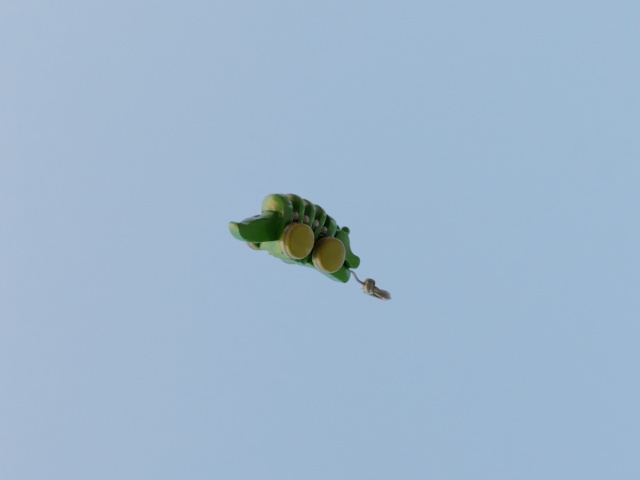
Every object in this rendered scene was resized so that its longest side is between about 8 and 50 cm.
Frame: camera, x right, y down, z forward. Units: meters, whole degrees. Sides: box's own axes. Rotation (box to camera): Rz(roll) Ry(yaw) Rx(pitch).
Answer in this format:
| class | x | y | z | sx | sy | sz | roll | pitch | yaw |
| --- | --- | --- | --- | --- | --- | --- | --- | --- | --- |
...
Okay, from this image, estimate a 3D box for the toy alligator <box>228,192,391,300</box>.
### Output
| class | x | y | z | sx | sy | sz | roll | pitch | yaw |
| --- | --- | --- | --- | --- | --- | --- | --- | --- | --- |
| toy alligator | 0.000 | 0.000 | 1.170 | 0.189 | 0.056 | 0.051 | 24 | -98 | -43 |
